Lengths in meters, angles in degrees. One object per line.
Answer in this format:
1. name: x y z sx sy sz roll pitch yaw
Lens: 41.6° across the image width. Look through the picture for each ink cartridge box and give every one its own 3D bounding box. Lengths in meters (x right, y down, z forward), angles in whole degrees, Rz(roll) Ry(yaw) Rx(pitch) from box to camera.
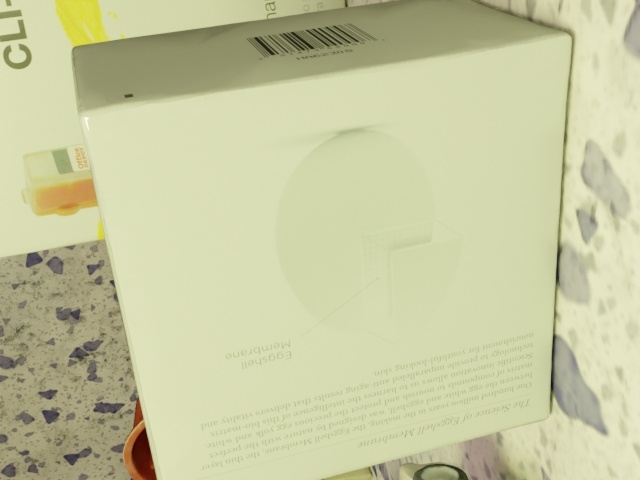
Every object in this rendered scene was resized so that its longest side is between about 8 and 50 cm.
1. ink cartridge box: -0.177 -0.155 0.747 0.160 0.385 0.279 -129 30 -65

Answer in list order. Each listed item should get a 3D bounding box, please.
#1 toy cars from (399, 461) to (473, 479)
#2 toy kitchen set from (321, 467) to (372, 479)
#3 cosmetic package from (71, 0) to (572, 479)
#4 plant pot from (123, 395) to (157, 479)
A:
1. toy cars: 0.097 0.249 0.591 0.393 0.087 0.176 112 146 -62
2. toy kitchen set: 0.019 0.372 0.949 0.207 0.122 0.166 -115 19 -47
3. cosmetic package: 0.000 0.000 0.463 0.138 0.224 0.224 -125 27 -61
4. plant pot: -0.107 0.148 1.063 0.272 0.272 0.265 92 170 -47
